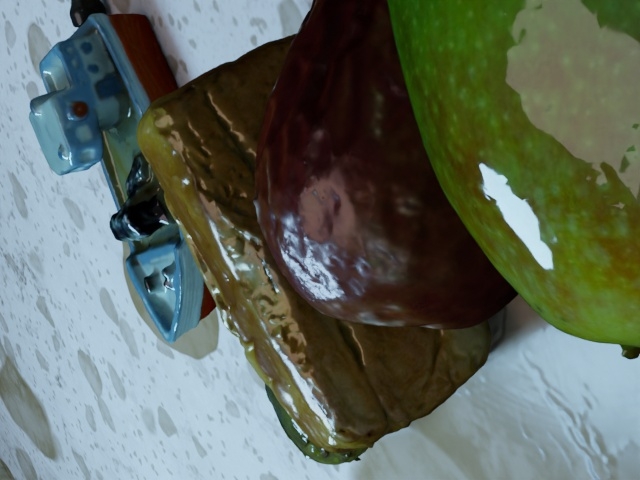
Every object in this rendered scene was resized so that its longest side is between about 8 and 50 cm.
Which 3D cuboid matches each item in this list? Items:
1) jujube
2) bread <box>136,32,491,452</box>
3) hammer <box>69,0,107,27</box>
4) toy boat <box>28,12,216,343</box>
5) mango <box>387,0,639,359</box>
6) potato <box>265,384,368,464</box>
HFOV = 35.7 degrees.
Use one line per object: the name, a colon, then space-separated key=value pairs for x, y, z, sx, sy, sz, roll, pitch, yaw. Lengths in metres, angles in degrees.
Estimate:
jujube: x=0.058 y=-0.075 z=0.584 sx=0.190 sy=0.190 sz=0.255 roll=21 pitch=110 yaw=49
bread: x=0.000 y=0.000 z=0.728 sx=0.294 sy=0.167 sz=0.132 roll=61 pitch=156 yaw=-1
hammer: x=-0.143 y=-0.278 z=0.880 sx=0.440 sy=0.044 sz=0.168 roll=14 pitch=123 yaw=51
toy boat: x=-0.195 y=-0.057 z=1.014 sx=0.145 sy=0.133 sz=0.332 roll=-14 pitch=98 yaw=57
mango: x=0.133 y=-0.140 z=0.419 sx=0.225 sy=0.201 sz=0.382 roll=-11 pitch=88 yaw=50
potato: x=-0.015 y=0.092 z=0.885 sx=0.225 sy=0.090 sz=0.117 roll=68 pitch=155 yaw=10
